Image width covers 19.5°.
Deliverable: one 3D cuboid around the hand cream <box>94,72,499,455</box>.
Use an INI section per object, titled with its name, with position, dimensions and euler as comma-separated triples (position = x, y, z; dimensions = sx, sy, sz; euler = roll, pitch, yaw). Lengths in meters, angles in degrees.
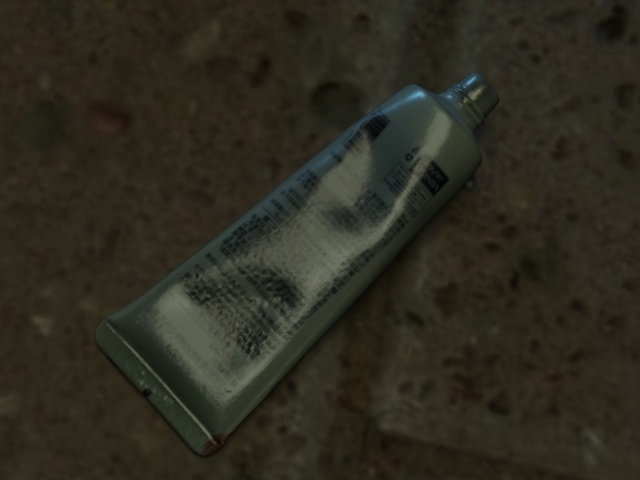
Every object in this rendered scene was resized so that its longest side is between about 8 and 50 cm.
[hand cream]
position = 0.000, 0.000, 1.352
dimensions = 0.340, 0.078, 0.124
euler = -42, 80, -7
